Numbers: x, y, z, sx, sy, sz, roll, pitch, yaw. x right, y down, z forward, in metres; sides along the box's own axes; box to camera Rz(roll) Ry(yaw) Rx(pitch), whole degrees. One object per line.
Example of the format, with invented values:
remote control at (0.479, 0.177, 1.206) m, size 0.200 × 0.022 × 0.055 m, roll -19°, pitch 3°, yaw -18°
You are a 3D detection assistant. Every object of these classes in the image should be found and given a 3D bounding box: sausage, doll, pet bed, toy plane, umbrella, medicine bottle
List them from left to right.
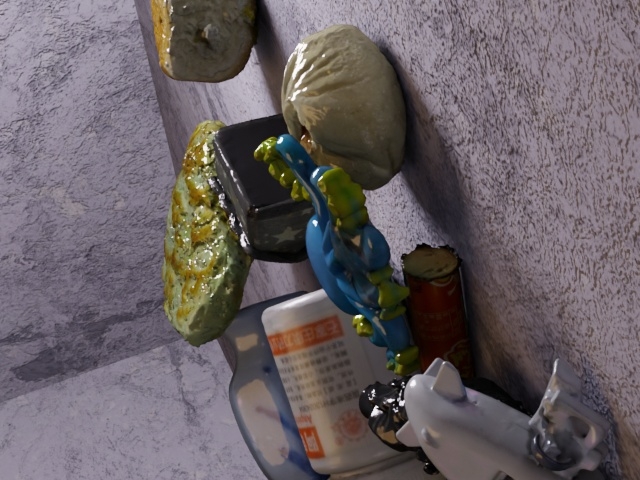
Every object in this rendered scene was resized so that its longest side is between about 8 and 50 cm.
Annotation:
pet bed at (-0.072, -0.081, 2.250) m, size 0.159 × 0.183 × 0.211 m, roll 94°, pitch 153°, yaw -49°
doll at (0.044, 0.008, 1.738) m, size 0.346 × 0.099 × 0.341 m, roll 60°, pitch 168°, yaw -4°
medicine bottle at (0.064, 0.246, 2.046) m, size 0.211 × 0.211 × 0.371 m, roll 154°, pitch 98°, yaw -79°
umbrella at (0.132, 0.221, 1.696) m, size 0.154 × 0.128 × 0.336 m, roll 43°, pitch 162°, yaw -34°
sausage at (0.156, 0.128, 1.772) m, size 0.083 × 0.083 × 0.264 m, roll -124°, pitch 18°, yaw -53°
toy plane at (0.201, 0.230, 1.472) m, size 0.267 × 0.122 × 0.267 m, roll 15°, pitch 122°, yaw 26°

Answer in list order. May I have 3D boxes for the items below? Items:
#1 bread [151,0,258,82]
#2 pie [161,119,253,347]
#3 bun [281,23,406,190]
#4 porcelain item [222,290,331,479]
bread at (-0.191, -0.367, 2.359) m, size 0.246 × 0.176 × 0.195 m, roll -139°, pitch 44°, yaw -74°
pie at (-0.205, -0.015, 2.586) m, size 0.395 × 0.180 × 0.418 m, roll -177°, pitch 102°, yaw -76°
bun at (0.025, -0.159, 1.770) m, size 0.220 × 0.134 × 0.220 m, roll 159°, pitch 90°, yaw -75°
porcelain item at (-0.042, 0.311, 2.582) m, size 0.178 × 0.242 × 0.405 m, roll -30°, pitch 77°, yaw 54°
